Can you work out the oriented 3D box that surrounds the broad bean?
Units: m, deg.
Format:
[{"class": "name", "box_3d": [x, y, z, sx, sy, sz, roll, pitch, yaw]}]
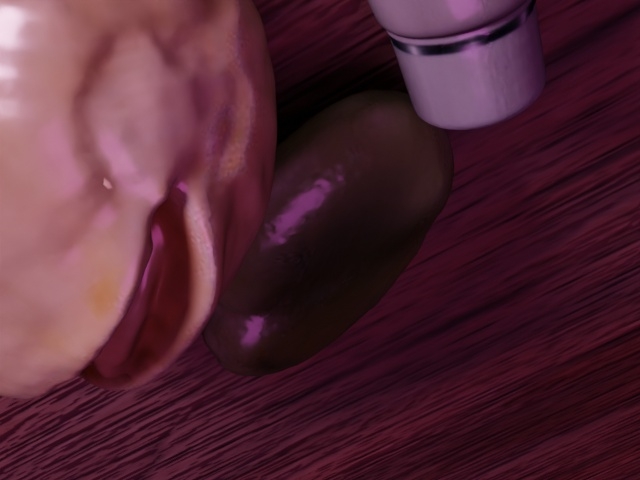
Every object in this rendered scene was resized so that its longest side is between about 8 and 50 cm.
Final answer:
[{"class": "broad bean", "box_3d": [0.000, 0.000, 0.661, 0.169, 0.100, 0.228, -12, 149, -36]}]

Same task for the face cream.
[{"class": "face cream", "box_3d": [0.049, -0.201, 0.499, 0.143, 0.089, 0.314, -18, 128, 5]}]

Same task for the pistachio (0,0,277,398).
[{"class": "pistachio", "box_3d": [-0.138, -0.025, 0.541, 0.193, 0.214, 0.318, -3, 148, -36]}]
